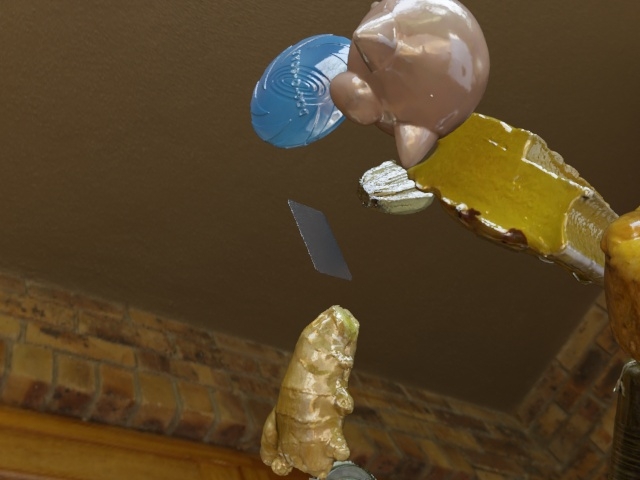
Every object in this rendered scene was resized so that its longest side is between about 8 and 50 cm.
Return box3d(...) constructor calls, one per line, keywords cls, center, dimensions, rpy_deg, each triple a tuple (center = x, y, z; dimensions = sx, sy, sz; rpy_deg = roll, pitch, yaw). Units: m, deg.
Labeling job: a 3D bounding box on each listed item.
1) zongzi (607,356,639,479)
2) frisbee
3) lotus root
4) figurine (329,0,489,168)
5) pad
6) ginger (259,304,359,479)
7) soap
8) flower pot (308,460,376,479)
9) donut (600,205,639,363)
box3d(cls="zongzi", center=(0.371, 0.189, 0.638), dimensions=(0.184, 0.084, 0.187), rpy_deg=(2, -79, 4))
box3d(cls="frisbee", center=(-0.033, -0.278, 1.216), dimensions=(0.242, 0.242, 0.045), rpy_deg=(-46, -38, 5))
box3d(cls="lotus root", center=(0.141, -0.096, 1.405), dimensions=(0.144, 0.143, 0.070), rpy_deg=(-16, -44, -30))
box3d(cls="figurine", center=(0.075, -0.141, 0.554), dimensions=(0.138, 0.125, 0.125), rpy_deg=(-52, -46, -40))
box3d(cls="pad", center=(0.000, 0.000, 1.200), dimensions=(0.003, 0.157, 0.112), rpy_deg=(-38, -31, 25))
box3d(cls="ginger", center=(-0.006, 0.176, 0.735), dimensions=(0.081, 0.115, 0.205), rpy_deg=(19, -82, -12))
box3d(cls="soap", center=(0.293, -0.038, 0.908), dimensions=(0.281, 0.259, 0.143), rpy_deg=(24, -79, -47))
box3d(cls="flower pot", center=(0.116, 0.490, 0.998), dimensions=(0.290, 0.259, 0.290), rpy_deg=(5, -97, -52))
box3d(cls="donut", center=(0.315, 0.029, 0.469), dimensions=(0.226, 0.226, 0.114), rpy_deg=(-8, -75, -18))
